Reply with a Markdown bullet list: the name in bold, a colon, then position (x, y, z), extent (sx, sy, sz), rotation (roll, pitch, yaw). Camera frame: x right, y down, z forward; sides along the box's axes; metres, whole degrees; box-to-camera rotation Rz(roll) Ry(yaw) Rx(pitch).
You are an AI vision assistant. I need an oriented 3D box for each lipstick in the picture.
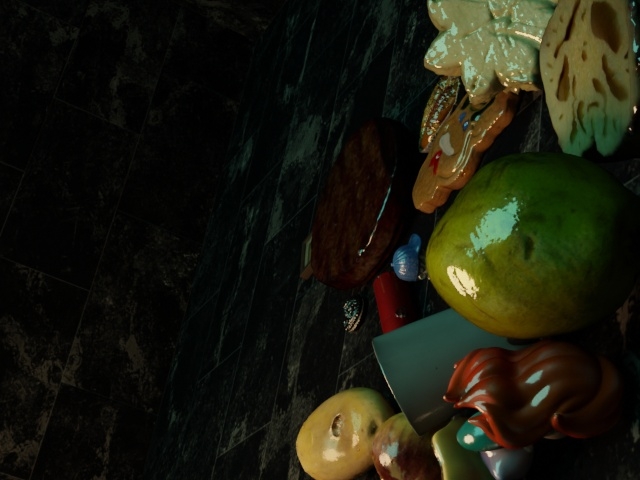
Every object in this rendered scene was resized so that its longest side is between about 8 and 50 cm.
- **lipstick**: position (0.149, 0.159, 2.043), extent (0.073, 0.073, 0.280), rotation (-57, 22, 27)

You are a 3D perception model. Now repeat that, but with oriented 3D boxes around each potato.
- **potato**: position (0.052, 0.353, 1.977), extent (0.234, 0.146, 0.150), rotation (-32, 81, 40)

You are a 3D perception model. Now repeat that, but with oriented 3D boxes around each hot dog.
- **hot dog**: position (0.252, -0.272, 2.293), extent (0.192, 0.053, 0.099), rotation (-65, 14, 4)

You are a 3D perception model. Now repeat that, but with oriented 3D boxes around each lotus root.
- **lotus root**: position (0.443, -0.216, 1.448), extent (0.316, 0.250, 0.316), rotation (-175, 90, -76)

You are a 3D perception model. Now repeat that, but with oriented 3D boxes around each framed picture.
- **framed picture**: position (0.000, 0.000, 2.711), extent (0.168, 0.023, 0.128), rotation (-52, 24, 37)

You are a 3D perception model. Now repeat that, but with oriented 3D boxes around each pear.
- **pear**: position (0.285, 0.007, 1.440), extent (0.321, 0.269, 0.269), rotation (-4, 64, 58)

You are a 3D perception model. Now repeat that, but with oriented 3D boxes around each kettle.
- **kettle**: position (0.221, 0.166, 1.634), extent (0.243, 0.160, 0.210), rotation (-27, -3, 5)

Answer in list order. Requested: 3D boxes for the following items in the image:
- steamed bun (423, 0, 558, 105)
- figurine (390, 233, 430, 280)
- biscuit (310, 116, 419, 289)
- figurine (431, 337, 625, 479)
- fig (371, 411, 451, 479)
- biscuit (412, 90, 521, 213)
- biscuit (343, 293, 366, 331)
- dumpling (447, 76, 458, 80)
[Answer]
- **steamed bun**: position (0.330, -0.386, 1.999), extent (0.292, 0.295, 0.137), rotation (-38, -16, 14)
- **figurine**: position (0.192, 0.050, 1.947), extent (0.079, 0.136, 0.077), rotation (-48, 25, 24)
- **biscuit**: position (0.101, -0.080, 2.423), extent (0.407, 0.091, 0.407), rotation (-52, 26, 39)
- **figurine**: position (0.261, 0.233, 1.448), extent (0.181, 0.208, 0.257), rotation (-37, -19, -52)
- **fig**: position (0.156, 0.314, 1.731), extent (0.143, 0.160, 0.231), rotation (-12, 43, 17)
- **biscuit**: position (0.278, -0.198, 2.149), extent (0.334, 0.047, 0.202), rotation (-57, 21, 29)
- **biscuit**: position (0.070, 0.157, 2.329), extent (0.089, 0.027, 0.087), rotation (-20, 49, 64)
- **dumpling**: position (0.329, -0.420, 2.162), extent (0.247, 0.142, 0.172), rotation (-49, -9, 3)
